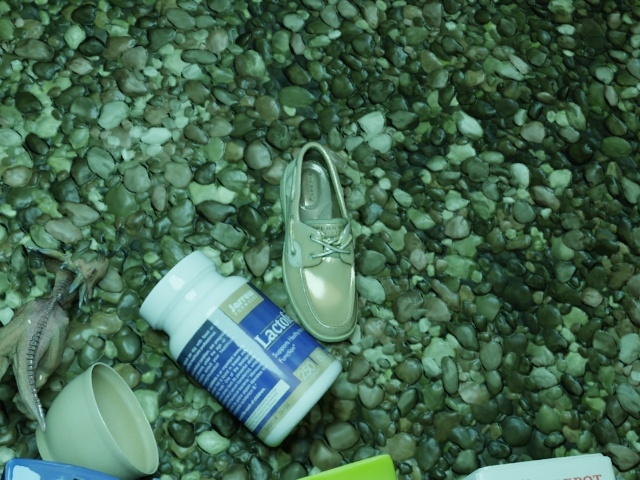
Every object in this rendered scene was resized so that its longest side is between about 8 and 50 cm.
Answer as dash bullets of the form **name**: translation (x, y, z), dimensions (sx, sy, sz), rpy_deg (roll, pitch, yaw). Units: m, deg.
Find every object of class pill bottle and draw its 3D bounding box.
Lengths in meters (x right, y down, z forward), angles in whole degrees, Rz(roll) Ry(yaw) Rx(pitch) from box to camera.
- **pill bottle**: translation (-0.112, 0.145, 1.456), dimensions (0.265, 0.153, 0.153), rpy_deg (41, 64, 5)

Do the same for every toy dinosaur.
- **toy dinosaur**: translation (-0.365, 0.111, 1.375), dimensions (0.127, 0.295, 0.200), rpy_deg (36, 103, -24)

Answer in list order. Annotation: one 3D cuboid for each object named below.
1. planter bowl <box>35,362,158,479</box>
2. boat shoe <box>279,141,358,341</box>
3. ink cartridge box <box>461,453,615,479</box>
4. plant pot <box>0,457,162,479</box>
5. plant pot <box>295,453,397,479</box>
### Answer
- **planter bowl**: translation (-0.300, 0.255, 1.374), dimensions (0.109, 0.162, 0.162), rpy_deg (-28, 75, 5)
- **boat shoe**: translation (0.000, 0.000, 1.575), dimensions (0.109, 0.098, 0.302), rpy_deg (-2, 68, -14)
- **ink cartridge box**: translation (0.316, 0.452, 1.447), dimensions (0.207, 0.117, 0.283), rpy_deg (-3, 69, -15)
- **plant pot**: translation (-0.284, 0.400, 1.266), dimensions (0.212, 0.236, 0.235), rpy_deg (5, 66, -17)
- **plant pot**: translation (-0.014, 0.408, 1.333), dimensions (0.228, 0.227, 0.207), rpy_deg (-12, 77, -18)
